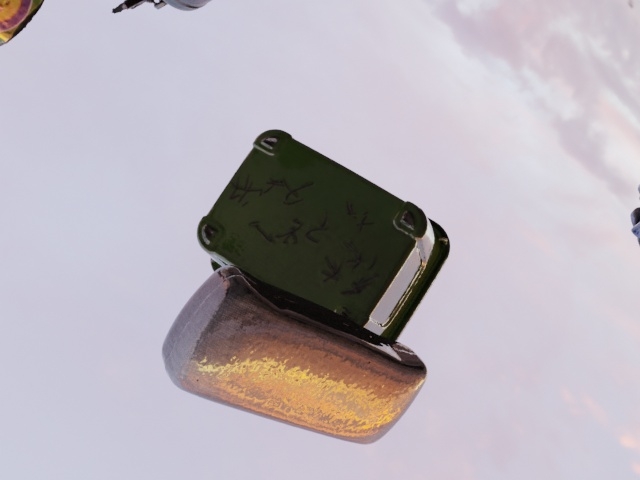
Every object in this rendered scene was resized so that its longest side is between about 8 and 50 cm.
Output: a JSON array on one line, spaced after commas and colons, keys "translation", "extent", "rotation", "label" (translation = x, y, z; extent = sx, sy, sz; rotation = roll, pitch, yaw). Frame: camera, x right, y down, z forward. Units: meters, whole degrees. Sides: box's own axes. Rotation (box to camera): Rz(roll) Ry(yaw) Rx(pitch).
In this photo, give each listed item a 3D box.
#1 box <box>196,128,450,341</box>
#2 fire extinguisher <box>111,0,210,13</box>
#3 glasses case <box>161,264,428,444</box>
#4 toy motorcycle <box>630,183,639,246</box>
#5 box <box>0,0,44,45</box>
[{"translation": [0.000, 0.000, 1.048], "extent": [0.328, 0.253, 0.178], "rotation": [30, 171, 16], "label": "box"}, {"translation": [-0.115, -0.314, 0.787], "extent": [0.118, 0.294, 0.093], "rotation": [-49, -64, -44], "label": "fire extinguisher"}, {"translation": [-0.017, 0.137, 0.799], "extent": [0.323, 0.131, 0.074], "rotation": [29, -166, -39], "label": "glasses case"}, {"translation": [0.571, 0.033, 0.985], "extent": [0.241, 0.182, 0.319], "rotation": [-6, -125, -20], "label": "toy motorcycle"}, {"translation": [-0.543, -0.417, 0.998], "extent": [0.097, 0.134, 0.345], "rotation": [41, 178, 27], "label": "box"}]
